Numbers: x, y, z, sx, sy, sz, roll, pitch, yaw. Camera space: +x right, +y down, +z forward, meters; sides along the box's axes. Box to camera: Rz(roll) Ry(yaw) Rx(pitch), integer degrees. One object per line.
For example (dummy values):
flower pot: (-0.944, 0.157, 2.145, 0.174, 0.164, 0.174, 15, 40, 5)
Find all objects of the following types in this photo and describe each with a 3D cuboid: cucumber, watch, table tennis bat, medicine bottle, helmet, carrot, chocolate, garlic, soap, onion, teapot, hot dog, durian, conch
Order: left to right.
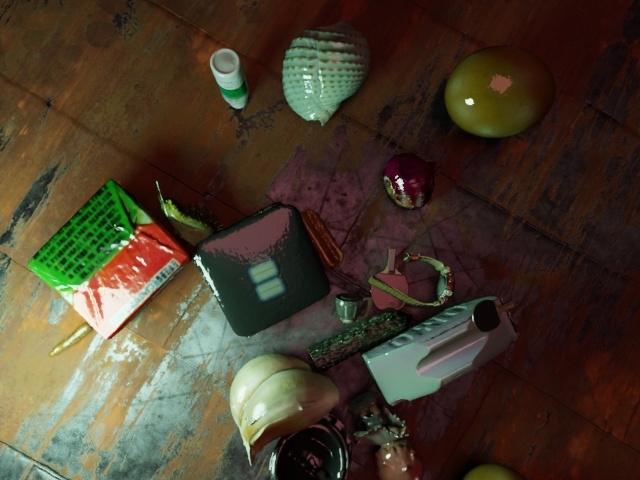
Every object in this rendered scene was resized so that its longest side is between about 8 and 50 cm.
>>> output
carrot: (-0.797, 0.319, 1.304, 0.165, 0.035, 0.036, -40, 88, -4)
chocolate: (-0.624, 0.058, 1.264, 0.341, 0.161, 0.360, 44, 89, 1)
durian: (-0.392, -0.042, 1.314, 0.132, 0.107, 0.375, -44, 112, 3)
medicine bottle: (-0.278, -0.502, 1.295, 0.095, 0.260, 0.095, 0, 86, -2)
garlic: (-0.120, 0.469, 1.219, 0.313, 0.286, 0.250, -34, 99, -9)
helmet: (-0.028, 0.680, 1.255, 0.230, 0.160, 0.279, 25, 60, 11)
hot dog: (0.000, 0.000, 1.363, 0.092, 0.062, 0.236, -26, 82, -30)
conch: (0.008, -0.573, 1.350, 0.302, 0.215, 0.320, 17, 83, 9)
teapot: (0.109, 0.227, 1.342, 0.124, 0.092, 0.091, 4, 101, 3)
cucumber: (0.137, 0.310, 1.329, 0.359, 0.096, 0.096, -26, 87, -5)
table tennis bat: (0.237, 0.136, 1.391, 0.130, 0.019, 0.221, 6, 86, -4)
watch: (0.311, 0.122, 1.355, 0.268, 0.102, 0.165, 25, 74, 1)
onion: (0.326, -0.216, 1.378, 0.218, 0.140, 0.195, -28, 80, -9)
soap: (0.364, 0.329, 1.261, 0.445, 0.261, 0.156, -25, 84, -5)
table tennis bat: (0.498, 0.208, 1.177, 0.156, 0.013, 0.087, -15, 85, -23)

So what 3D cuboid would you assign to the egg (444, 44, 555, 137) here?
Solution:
egg: (0.581, -0.480, 1.335, 0.350, 0.282, 0.283, 2, 85, -4)

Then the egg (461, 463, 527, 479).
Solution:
egg: (0.527, 0.845, 1.231, 0.250, 0.250, 0.323, 14, 95, -2)

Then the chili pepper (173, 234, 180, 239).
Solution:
chili pepper: (-0.478, -0.017, 1.361, 0.083, 0.022, 0.027, -22, 120, -6)

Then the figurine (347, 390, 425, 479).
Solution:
figurine: (0.230, 0.663, 1.284, 0.207, 0.166, 0.387, -33, 90, 28)

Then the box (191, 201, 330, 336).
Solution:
box: (-0.179, 0.093, 1.299, 0.359, 0.091, 0.351, -27, 101, -7)
